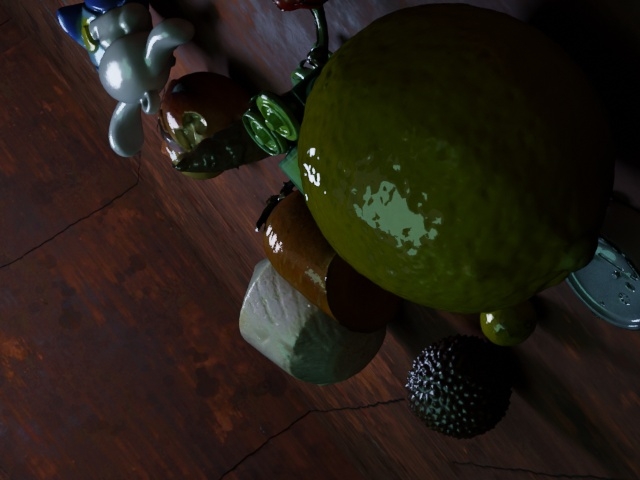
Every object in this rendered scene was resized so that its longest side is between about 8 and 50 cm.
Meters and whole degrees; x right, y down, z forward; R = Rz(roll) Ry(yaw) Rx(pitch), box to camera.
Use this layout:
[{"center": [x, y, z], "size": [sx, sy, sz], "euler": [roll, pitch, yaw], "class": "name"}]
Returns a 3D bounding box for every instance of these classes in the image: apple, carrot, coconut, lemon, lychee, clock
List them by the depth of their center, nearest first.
[{"center": [0.137, -0.087, 0.999], "size": [0.336, 0.336, 0.336], "euler": [48, 163, 19], "class": "lemon"}, {"center": [0.341, 0.029, 1.111], "size": [0.229, 0.063, 0.155], "euler": [42, 161, 32], "class": "clock"}, {"center": [0.278, 0.117, 1.433], "size": [0.082, 0.082, 0.111], "euler": [53, 166, 2], "class": "lemon"}, {"center": [0.240, 0.244, 1.642], "size": [0.188, 0.188, 0.188], "euler": [48, 163, 19], "class": "lychee"}, {"center": [-0.126, -0.175, 1.645], "size": [0.102, 0.263, 0.102], "euler": [59, 167, 23], "class": "carrot"}, {"center": [0.000, 0.000, 1.762], "size": [0.331, 0.193, 0.214], "euler": [40, 158, 38], "class": "carrot"}, {"center": [-0.208, -0.237, 1.882], "size": [0.199, 0.199, 0.199], "euler": [48, 163, 19], "class": "apple"}, {"center": [-0.024, 0.134, 1.974], "size": [0.329, 0.329, 0.329], "euler": [48, 163, 19], "class": "coconut"}]

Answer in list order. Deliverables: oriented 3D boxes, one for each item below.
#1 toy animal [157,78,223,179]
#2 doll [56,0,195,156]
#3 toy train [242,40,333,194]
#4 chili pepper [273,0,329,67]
[{"center": [-0.270, -0.230, 2.127], "size": [0.169, 0.195, 0.281], "euler": [12, 156, -2], "class": "toy animal"}, {"center": [-0.395, -0.414, 1.979], "size": [0.376, 0.187, 0.365], "euler": [-40, 66, 31], "class": "doll"}, {"center": [-0.004, -0.178, 1.482], "size": [0.188, 0.159, 0.272], "euler": [48, 164, -6], "class": "toy train"}, {"center": [-0.044, -0.408, 1.212], "size": [0.110, 0.110, 0.387], "euler": [33, 149, 51], "class": "chili pepper"}]
